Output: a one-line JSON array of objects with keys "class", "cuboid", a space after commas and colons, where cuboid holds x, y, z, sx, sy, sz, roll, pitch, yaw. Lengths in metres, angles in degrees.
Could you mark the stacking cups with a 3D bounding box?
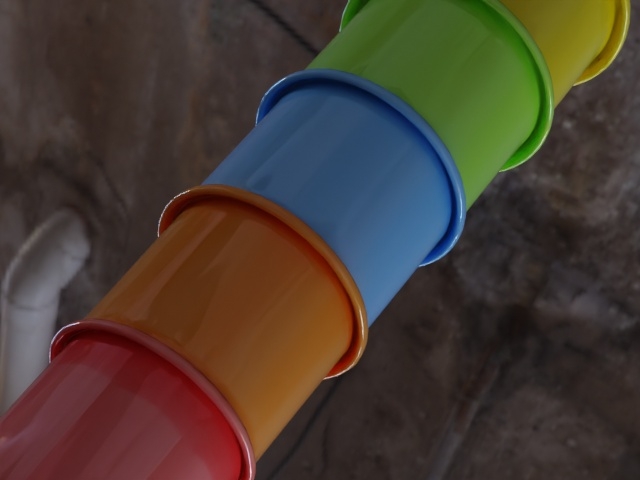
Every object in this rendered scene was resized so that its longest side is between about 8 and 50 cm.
[{"class": "stacking cups", "cuboid": [0.000, 0.000, 0.504, 0.096, 0.096, 0.316, 29, -125, 13]}]
